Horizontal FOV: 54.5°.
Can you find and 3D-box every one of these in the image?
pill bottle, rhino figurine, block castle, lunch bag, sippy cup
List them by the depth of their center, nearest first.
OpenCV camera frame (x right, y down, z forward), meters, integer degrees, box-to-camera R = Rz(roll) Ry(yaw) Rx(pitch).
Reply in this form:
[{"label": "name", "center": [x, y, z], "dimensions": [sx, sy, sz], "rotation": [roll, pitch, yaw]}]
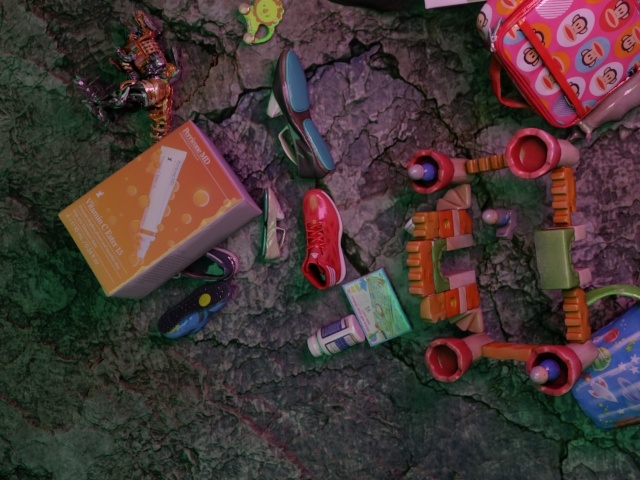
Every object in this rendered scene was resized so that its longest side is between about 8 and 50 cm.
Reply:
[{"label": "lunch bag", "center": [0.405, -0.338, 1.069], "dimensions": [0.258, 0.120, 0.293], "rotation": [-41, 131, 18]}, {"label": "block castle", "center": [0.320, 0.039, 1.153], "dimensions": [0.303, 0.213, 0.453], "rotation": [-4, 93, 44]}, {"label": "rhino figurine", "center": [0.550, -0.259, 1.168], "dimensions": [0.243, 0.106, 0.073], "rotation": [-41, 87, 17]}, {"label": "sippy cup", "center": [0.602, 0.248, 1.193], "dimensions": [0.224, 0.240, 0.305], "rotation": [-34, 58, 27]}, {"label": "pill bottle", "center": [0.222, -0.017, 1.326], "dimensions": [0.083, 0.043, 0.043], "rotation": [40, 106, 5]}, {"label": "pill bottle", "center": [0.034, 0.219, 1.402], "dimensions": [0.120, 0.067, 0.067], "rotation": [-26, 92, 17]}]

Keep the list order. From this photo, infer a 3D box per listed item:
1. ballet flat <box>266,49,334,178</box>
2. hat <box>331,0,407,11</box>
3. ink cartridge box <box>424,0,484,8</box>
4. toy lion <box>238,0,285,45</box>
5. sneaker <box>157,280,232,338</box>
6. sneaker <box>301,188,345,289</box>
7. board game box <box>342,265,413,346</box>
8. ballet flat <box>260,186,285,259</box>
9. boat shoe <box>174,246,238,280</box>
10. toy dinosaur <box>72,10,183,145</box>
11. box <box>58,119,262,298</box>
[{"label": "ballet flat", "center": [-0.060, -0.261, 1.335], "dimensions": [0.096, 0.095, 0.280], "rotation": [-15, 95, 28]}, {"label": "hat", "center": [0.078, -0.611, 1.199], "dimensions": [0.331, 0.331, 0.134], "rotation": [34, 67, 7]}, {"label": "ink cartridge box", "center": [0.273, -0.482, 1.142], "dimensions": [0.154, 0.212, 0.093], "rotation": [-3, 111, 14]}, {"label": "toy lion", "center": [-0.123, -0.480, 1.345], "dimensions": [0.096, 0.034, 0.100], "rotation": [-7, 98, 8]}, {"label": "sneaker", "center": [-0.286, 0.168, 1.482], "dimensions": [0.209, 0.082, 0.069], "rotation": [-33, 54, 11]}, {"label": "sneaker", "center": [0.000, 0.000, 1.341], "dimensions": [0.087, 0.128, 0.221], "rotation": [-15, 96, 16]}, {"label": "board game box", "center": [0.127, 0.147, 1.387], "dimensions": [0.104, 0.026, 0.154], "rotation": [-24, 93, 17]}, {"label": "ballet flat", "center": [-0.106, -0.039, 1.410], "dimensions": [0.052, 0.057, 0.168], "rotation": [1, 105, -14]}, {"label": "boat shoe", "center": [-0.321, 0.044, 1.457], "dimensions": [0.255, 0.079, 0.095], "rotation": [18, 103, 11]}, {"label": "toy dinosaur", "center": [-0.410, -0.338, 1.387], "dimensions": [0.219, 0.164, 0.321], "rotation": [-12, 75, 0]}, {"label": "box", "center": [-0.338, -0.058, 1.342], "dimensions": [0.345, 0.168, 0.215], "rotation": [-36, 80, 2]}]
